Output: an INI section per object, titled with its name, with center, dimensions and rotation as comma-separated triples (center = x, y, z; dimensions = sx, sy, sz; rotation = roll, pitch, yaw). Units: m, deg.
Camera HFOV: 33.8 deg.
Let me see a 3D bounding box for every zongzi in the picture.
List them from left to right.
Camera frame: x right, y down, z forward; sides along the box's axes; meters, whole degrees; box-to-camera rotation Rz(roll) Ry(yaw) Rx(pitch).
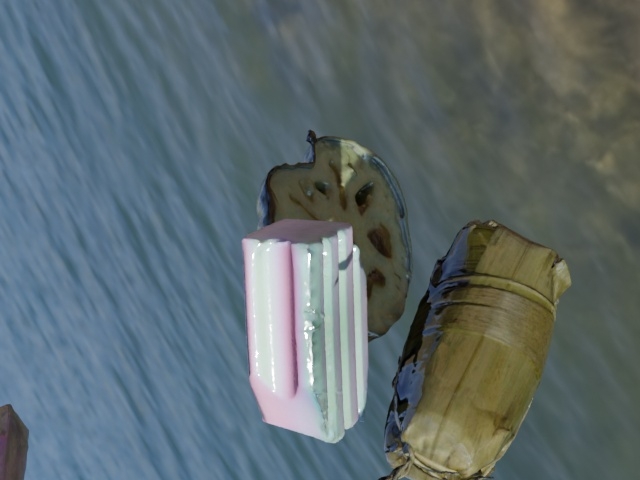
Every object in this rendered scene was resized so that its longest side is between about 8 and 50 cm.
[zongzi]
center = 0.077, 0.105, 0.640
dimensions = 0.081, 0.189, 0.178
rotation = 22, 149, 7

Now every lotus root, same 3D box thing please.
[lotus root]
center = 0.001, 0.004, 0.997
dimensions = 0.078, 0.183, 0.203
rotation = -16, 76, 45

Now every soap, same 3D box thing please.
[soap]
center = -0.007, 0.062, 0.718
dimensions = 0.056, 0.100, 0.149
rotation = 4, 104, 25

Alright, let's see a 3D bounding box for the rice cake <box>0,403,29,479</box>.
[rice cake]
center = -0.231, 0.233, 0.710
dimensions = 0.055, 0.049, 0.269
rotation = 93, 172, -48
